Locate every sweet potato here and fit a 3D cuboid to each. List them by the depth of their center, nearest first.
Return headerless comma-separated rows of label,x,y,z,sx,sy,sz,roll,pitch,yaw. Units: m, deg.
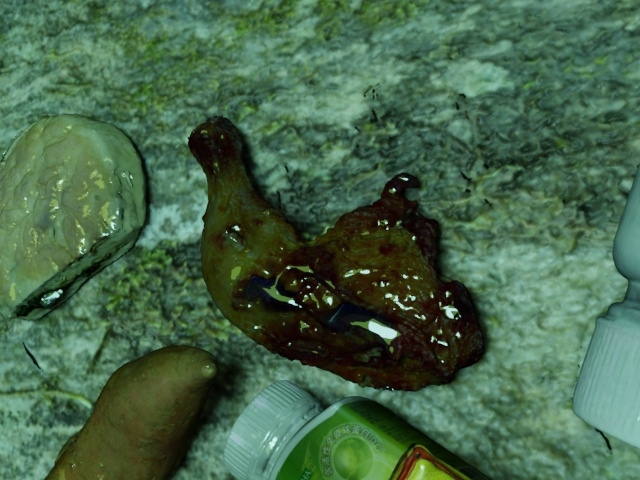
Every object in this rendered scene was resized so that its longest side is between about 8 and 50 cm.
sweet potato,-0.181,0.197,0.808,0.354,0.095,0.106,-52,19,24

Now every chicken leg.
chicken leg,-0.008,0.011,0.757,0.322,0.083,0.177,20,84,27

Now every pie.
pie,-0.267,-0.035,0.906,0.218,0.052,0.185,-34,71,22

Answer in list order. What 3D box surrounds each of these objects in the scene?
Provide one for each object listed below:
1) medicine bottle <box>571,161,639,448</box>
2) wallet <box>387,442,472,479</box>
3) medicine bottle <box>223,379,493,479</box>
medicine bottle,0.266,0.002,0.560,0.165,0.165,0.273,20,92,28
wallet,0.124,0.251,0.602,0.241,0.067,0.141,34,96,-3
medicine bottle,0.022,0.192,0.703,0.188,0.088,0.132,30,97,27
